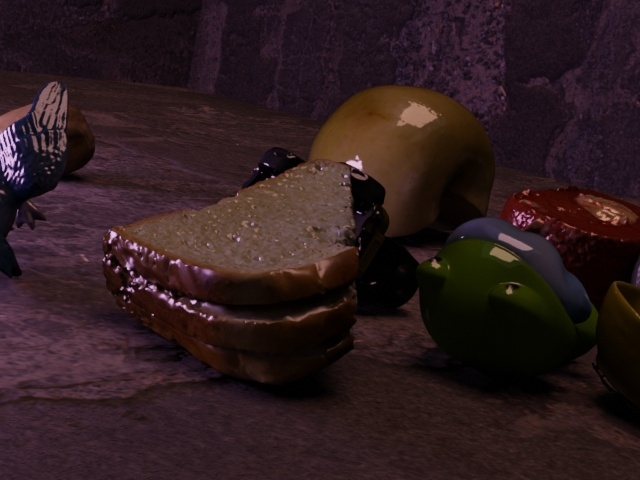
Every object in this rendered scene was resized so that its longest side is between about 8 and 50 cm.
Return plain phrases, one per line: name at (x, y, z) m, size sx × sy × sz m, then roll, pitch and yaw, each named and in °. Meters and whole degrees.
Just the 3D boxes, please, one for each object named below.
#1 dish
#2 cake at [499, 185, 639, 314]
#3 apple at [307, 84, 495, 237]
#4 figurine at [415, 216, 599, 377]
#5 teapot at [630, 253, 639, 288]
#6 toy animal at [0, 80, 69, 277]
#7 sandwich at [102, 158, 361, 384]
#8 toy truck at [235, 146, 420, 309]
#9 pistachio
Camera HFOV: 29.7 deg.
dish at (0.315, 0.116, 1.134) m, size 0.149 × 0.080 × 0.207 m, roll 32°, pitch 17°, yaw -11°
cake at (0.339, 0.023, 1.553) m, size 0.283 × 0.150 × 0.177 m, roll -1°, pitch 27°, yaw -48°
apple at (0.129, -0.130, 1.903) m, size 0.258 × 0.233 × 0.295 m, roll 25°, pitch 16°, yaw 40°
figurine at (0.196, 0.068, 1.196) m, size 0.162 × 0.143 × 0.263 m, roll 26°, pitch 0°, yaw 34°
teapot at (0.498, 0.072, 1.418) m, size 0.251 × 0.183 × 0.183 m, roll 18°, pitch 7°, yaw -24°
toy animal at (-0.341, -0.058, 1.227) m, size 0.255 × 0.239 × 0.176 m, roll 59°, pitch -4°, yaw 18°
sandwich at (-0.023, 0.019, 1.099) m, size 0.288 × 0.099 × 0.254 m, roll -22°, pitch 26°, yaw -39°
toy truck at (0.000, 0.000, 1.377) m, size 0.224 × 0.147 × 0.165 m, roll 21°, pitch -12°, yaw 47°
pistachio at (-0.418, -0.147, 1.780) m, size 0.186 × 0.108 × 0.126 m, roll -7°, pitch -8°, yaw -39°
